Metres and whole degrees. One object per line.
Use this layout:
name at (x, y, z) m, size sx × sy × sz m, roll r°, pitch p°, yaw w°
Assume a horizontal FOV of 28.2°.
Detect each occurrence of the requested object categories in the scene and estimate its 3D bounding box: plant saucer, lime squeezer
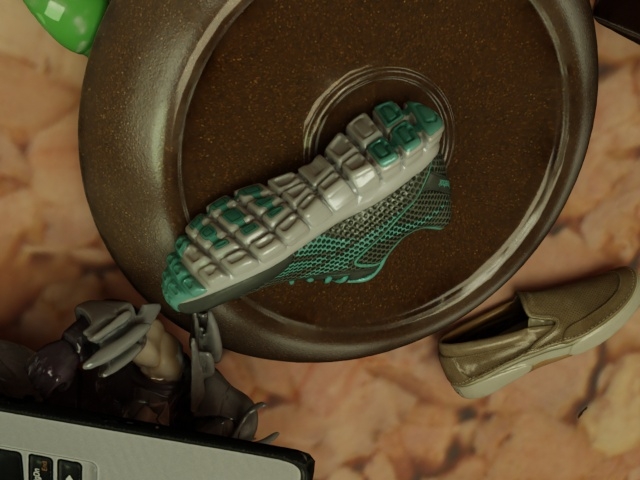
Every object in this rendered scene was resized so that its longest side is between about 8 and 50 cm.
plant saucer at (0.026, -0.059, 0.698) m, size 0.310 × 0.050 × 0.311 m, roll -8°, pitch 116°, yaw -17°
lime squeezer at (-0.182, -0.115, 0.666) m, size 0.310 × 0.059 × 0.110 m, roll 17°, pitch 135°, yaw -19°

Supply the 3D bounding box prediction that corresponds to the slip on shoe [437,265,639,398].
slip on shoe at (0.135, 0.048, 0.788) m, size 0.135 × 0.051 × 0.041 m, roll -27°, pitch 115°, yaw 7°

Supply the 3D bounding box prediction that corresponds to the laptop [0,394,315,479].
laptop at (-0.237, 0.282, 0.619) m, size 0.407 × 0.236 × 0.382 m, roll 9°, pitch 123°, yaw 3°

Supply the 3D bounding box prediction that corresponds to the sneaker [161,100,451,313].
sneaker at (0.000, 0.000, 0.653) m, size 0.166 × 0.065 × 0.076 m, roll -29°, pitch 126°, yaw -4°

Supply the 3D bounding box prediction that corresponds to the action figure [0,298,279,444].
action figure at (-0.164, 0.092, 0.703) m, size 0.284 × 0.099 × 0.185 m, roll 8°, pitch 126°, yaw -6°

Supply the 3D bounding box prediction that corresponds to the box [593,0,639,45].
box at (0.295, -0.140, 0.690) m, size 0.203 × 0.167 × 0.169 m, roll 23°, pitch 102°, yaw -19°
